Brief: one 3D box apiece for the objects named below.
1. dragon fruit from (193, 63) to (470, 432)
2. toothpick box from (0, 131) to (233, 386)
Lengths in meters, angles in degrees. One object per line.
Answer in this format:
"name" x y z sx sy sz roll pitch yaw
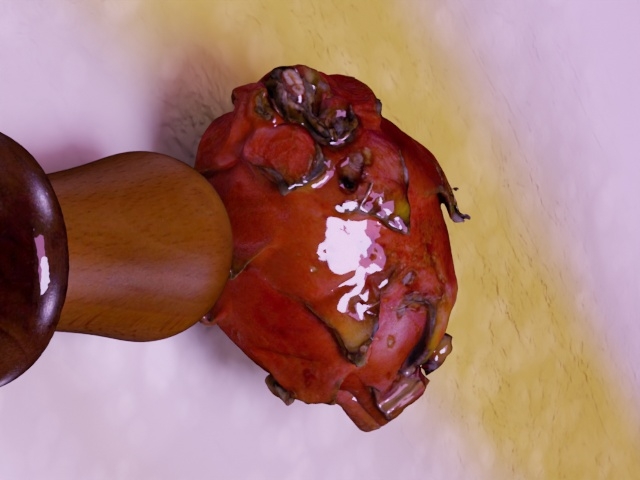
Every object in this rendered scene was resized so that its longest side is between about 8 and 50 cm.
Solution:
"dragon fruit" 0.002 0.003 1.536 0.315 0.250 0.250 44 59 -24
"toothpick box" -0.205 0.008 1.328 0.294 0.192 0.192 -6 96 -55
